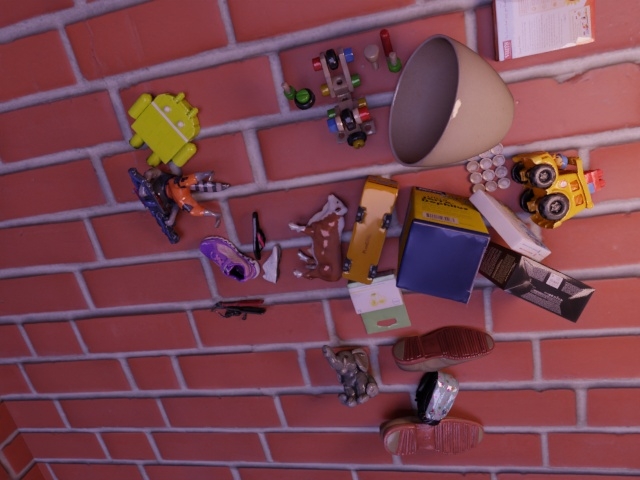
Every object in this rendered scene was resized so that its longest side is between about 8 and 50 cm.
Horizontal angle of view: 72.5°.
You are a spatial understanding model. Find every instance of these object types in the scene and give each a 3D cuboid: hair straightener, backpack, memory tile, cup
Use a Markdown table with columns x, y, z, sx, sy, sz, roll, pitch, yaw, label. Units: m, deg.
| x | y | z | sx | sy | sz | roll | pitch | yaw | label |
| --- | --- | --- | --- | --- | --- | --- | --- | --- | --- |
| -0.315 | 0.275 | 1.669 | 0.231 | 0.047 | 0.089 | -6 | 110 | 14 | hair straightener |
| 0.424 | 0.562 | 1.590 | 0.115 | 0.152 | 0.181 | 19 | 102 | -3 | backpack |
| 0.504 | -0.216 | 1.322 | 0.113 | 0.012 | 0.148 | -14 | 109 | 17 | memory tile |
| 0.364 | -0.345 | 1.163 | 0.237 | 0.331 | 0.330 | 5 | 115 | -18 | cup |

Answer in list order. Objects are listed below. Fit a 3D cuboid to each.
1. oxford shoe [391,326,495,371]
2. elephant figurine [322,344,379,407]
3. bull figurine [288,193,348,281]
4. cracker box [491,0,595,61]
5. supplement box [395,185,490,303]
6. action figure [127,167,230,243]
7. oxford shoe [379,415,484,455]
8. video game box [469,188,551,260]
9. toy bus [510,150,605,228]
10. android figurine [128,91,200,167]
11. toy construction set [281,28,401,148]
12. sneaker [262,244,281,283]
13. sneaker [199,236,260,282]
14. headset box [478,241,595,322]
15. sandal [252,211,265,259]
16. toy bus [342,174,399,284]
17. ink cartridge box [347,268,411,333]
| x | y | z | sx | sy | sz | roll | pitch | yaw | label |
| --- | --- | --- | --- | --- | --- | --- | --- | --- | --- |
| 0.433 | 0.393 | 1.544 | 0.349 | 0.123 | 0.130 | -9 | 136 | 14 | oxford shoe |
| 0.112 | 0.473 | 1.611 | 0.170 | 0.186 | 0.239 | -22 | 78 | -16 | elephant figurine |
| 0.000 | 0.000 | 1.467 | 0.189 | 0.101 | 0.310 | 3 | 110 | 15 | bull figurine |
| 0.575 | -0.571 | 1.135 | 0.233 | 0.067 | 0.155 | -7 | 109 | 13 | cracker box |
| 0.336 | -0.006 | 1.251 | 0.195 | 0.356 | 0.194 | 13 | 114 | 6 | supplement box |
| -0.491 | -0.141 | 1.514 | 0.330 | 0.178 | 0.341 | 12 | 141 | 14 | action figure |
| 0.418 | 0.716 | 1.661 | 0.397 | 0.146 | 0.140 | 4 | 93 | -7 | oxford shoe |
| 0.538 | -0.043 | 1.242 | 0.187 | 0.205 | 0.048 | 14 | 127 | -39 | video game box |
| 0.683 | -0.171 | 1.241 | 0.212 | 0.149 | 0.220 | -24 | 103 | 6 | toy bus |
| -0.514 | -0.372 | 1.451 | 0.273 | 0.056 | 0.248 | -35 | 101 | 24 | android figurine |
| 0.104 | -0.414 | 1.257 | 0.309 | 0.237 | 0.257 | -41 | 69 | 6 | toy construction set |
| -0.176 | 0.083 | 1.561 | 0.061 | 0.053 | 0.152 | 14 | 114 | 9 | sneaker |
| -0.334 | 0.074 | 1.563 | 0.236 | 0.104 | 0.095 | 32 | 116 | -1 | sneaker |
| 0.604 | 0.107 | 1.282 | 0.218 | 0.293 | 0.110 | 24 | 99 | -2 | headset box |
| -0.213 | -0.012 | 1.527 | 0.040 | 0.067 | 0.179 | 0 | 109 | 0 | sandal |
| 0.158 | -0.030 | 1.403 | 0.108 | 0.130 | 0.332 | 14 | 114 | 5 | toy bus |
| 0.209 | 0.229 | 1.540 | 0.171 | 0.056 | 0.235 | -14 | 106 | 16 | ink cartridge box |
